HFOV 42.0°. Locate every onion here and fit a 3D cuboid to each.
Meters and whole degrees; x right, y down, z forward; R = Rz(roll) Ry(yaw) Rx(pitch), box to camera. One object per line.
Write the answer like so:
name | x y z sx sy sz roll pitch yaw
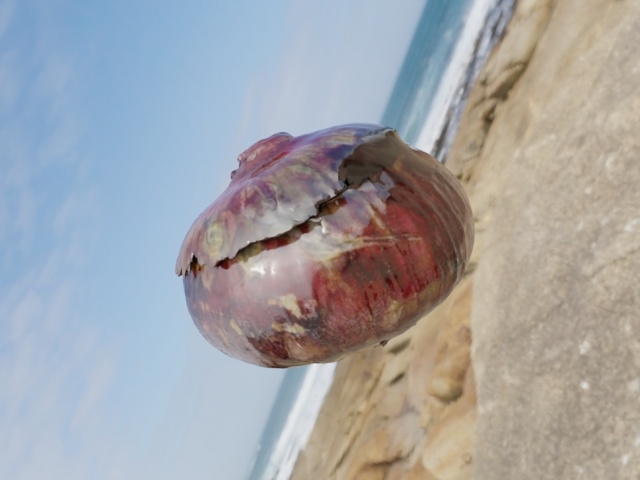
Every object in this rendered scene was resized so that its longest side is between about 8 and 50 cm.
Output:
onion | 0.000 0.000 0.685 0.246 0.190 0.246 -27 8 4
